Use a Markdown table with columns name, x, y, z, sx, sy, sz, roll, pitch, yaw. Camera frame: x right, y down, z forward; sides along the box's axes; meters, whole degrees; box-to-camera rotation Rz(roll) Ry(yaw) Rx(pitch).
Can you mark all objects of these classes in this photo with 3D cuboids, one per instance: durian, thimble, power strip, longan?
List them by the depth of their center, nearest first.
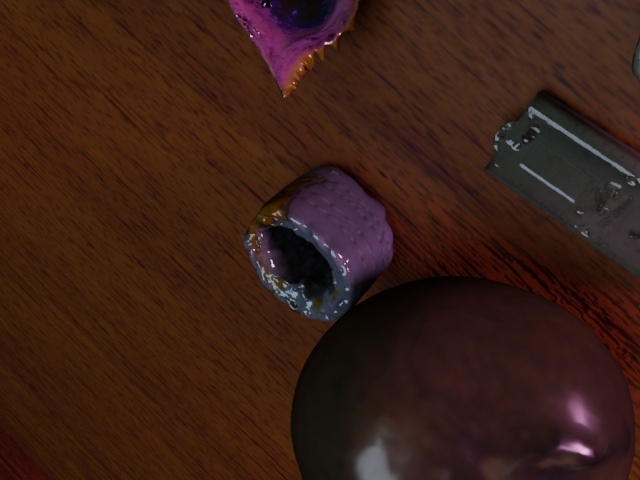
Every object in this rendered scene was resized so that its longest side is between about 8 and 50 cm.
| name | x | y | z | sx | sy | sz | roll | pitch | yaw |
| --- | --- | --- | --- | --- | --- | --- | --- | --- | --- |
| power strip | 0.273 | -0.027 | 0.569 | 0.268 | 0.034 | 0.092 | 37 | 134 | 11 |
| durian | -0.073 | -0.287 | 0.596 | 0.186 | 0.153 | 0.261 | 22 | 144 | 54 |
| longan | 0.132 | 0.183 | 0.632 | 0.318 | 0.319 | 0.319 | 19 | 128 | 26 |
| thimble | 0.001 | 0.003 | 0.736 | 0.151 | 0.118 | 0.127 | 50 | 135 | -4 |

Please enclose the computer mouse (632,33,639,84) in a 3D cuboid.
| name | x | y | z | sx | sy | sz | roll | pitch | yaw |
| --- | --- | --- | --- | --- | --- | --- | --- | --- | --- |
| computer mouse | 0.324 | -0.189 | 0.338 | 0.228 | 0.145 | 0.429 | 19 | 132 | 14 |
